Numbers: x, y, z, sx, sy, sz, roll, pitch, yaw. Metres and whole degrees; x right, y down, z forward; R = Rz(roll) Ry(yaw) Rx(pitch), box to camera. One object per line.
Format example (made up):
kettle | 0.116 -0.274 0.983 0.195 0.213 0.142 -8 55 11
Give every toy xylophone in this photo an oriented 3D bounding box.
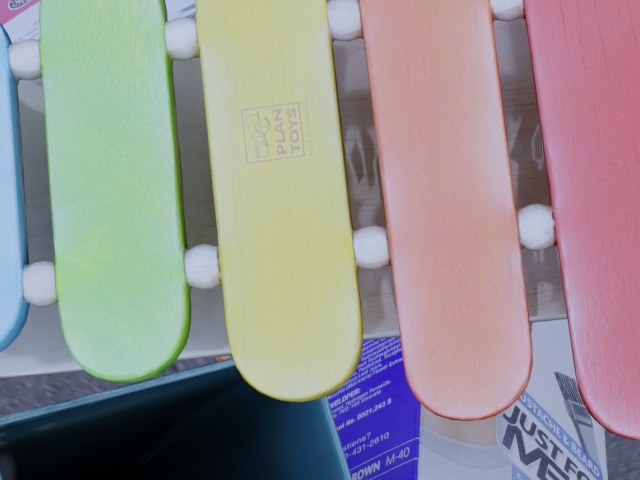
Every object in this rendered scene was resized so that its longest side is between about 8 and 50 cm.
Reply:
toy xylophone | 0.000 0.000 0.524 0.322 0.081 0.236 -15 79 3

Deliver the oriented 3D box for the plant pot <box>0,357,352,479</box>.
plant pot | -0.103 0.169 0.834 0.165 0.234 0.166 -12 81 -30

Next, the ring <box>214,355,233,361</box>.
ring | -0.044 0.127 1.652 0.336 0.336 0.032 38 78 8

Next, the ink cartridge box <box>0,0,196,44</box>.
ink cartridge box | -0.126 -0.095 1.130 0.207 0.117 0.283 -26 44 21

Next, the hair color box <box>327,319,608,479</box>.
hair color box | 0.084 0.097 1.022 0.110 0.339 0.185 -33 120 27
